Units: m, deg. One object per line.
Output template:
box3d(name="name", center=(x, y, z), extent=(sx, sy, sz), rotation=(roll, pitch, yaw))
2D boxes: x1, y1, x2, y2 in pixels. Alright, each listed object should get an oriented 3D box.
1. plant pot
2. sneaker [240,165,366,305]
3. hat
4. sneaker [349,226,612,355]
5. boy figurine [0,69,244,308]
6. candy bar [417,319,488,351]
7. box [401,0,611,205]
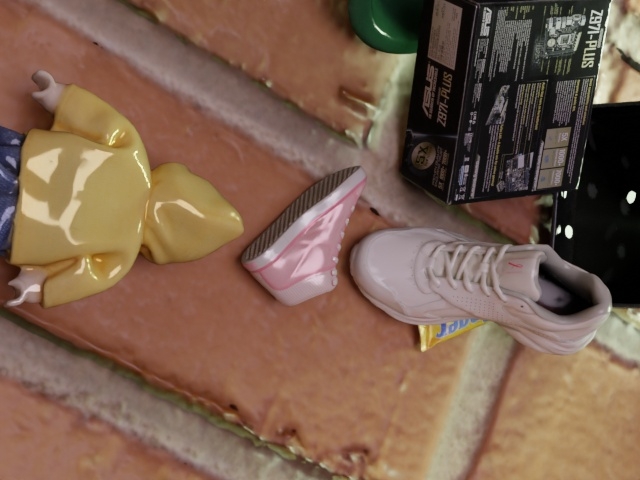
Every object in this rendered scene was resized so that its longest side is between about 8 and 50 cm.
box3d(name="plant pot", center=(0.336, -0.021, 1.387), extent=(0.167, 0.188, 0.187), rotation=(12, 81, -49))
box3d(name="sneaker", center=(0.000, 0.000, 1.264), extent=(0.134, 0.051, 0.070), rotation=(-44, 110, -21))
box3d(name="hat", center=(0.082, -0.293, 1.332), extent=(0.208, 0.173, 0.183), rotation=(-23, 56, -10))
box3d(name="sneaker", center=(0.143, 0.028, 1.283), extent=(0.232, 0.115, 0.090), rotation=(11, 70, -8))
box3d(name="boy figurine", center=(-0.193, -0.037, 1.131), extent=(0.285, 0.092, 0.177), rotation=(2, 86, -31))
box3d(name="candy bar", center=(0.150, 0.058, 1.365), extent=(0.161, 0.018, 0.040), rotation=(-17, 96, -29))
box3d(name="box", center=(0.160, -0.132, 1.308), extent=(0.147, 0.077, 0.180), rotation=(-8, 117, -30))
